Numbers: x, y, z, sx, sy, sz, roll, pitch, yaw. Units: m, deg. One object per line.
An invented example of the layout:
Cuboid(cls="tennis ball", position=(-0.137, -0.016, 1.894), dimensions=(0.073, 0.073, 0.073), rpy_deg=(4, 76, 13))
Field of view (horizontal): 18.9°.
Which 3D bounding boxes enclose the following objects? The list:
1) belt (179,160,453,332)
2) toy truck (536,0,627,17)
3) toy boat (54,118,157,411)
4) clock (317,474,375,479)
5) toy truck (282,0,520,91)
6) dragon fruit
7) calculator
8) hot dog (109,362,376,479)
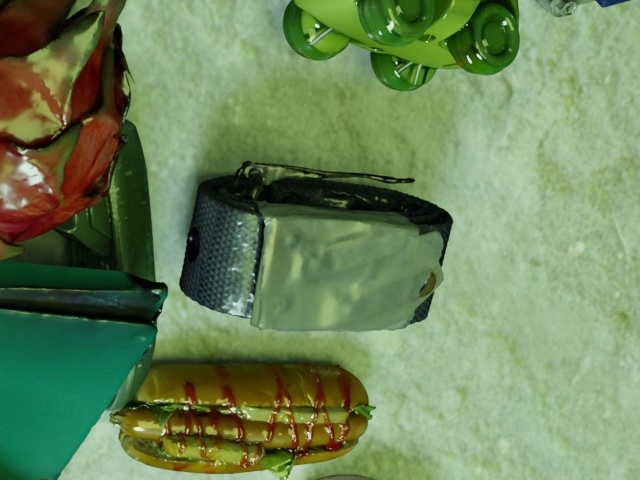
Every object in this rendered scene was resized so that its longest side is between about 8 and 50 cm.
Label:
Cuboid(cls="belt", position=(0.000, 0.000, 1.633), dimensions=(0.230, 0.139, 0.126), rpy_deg=(4, 109, -26))
Cuboid(cls="toy truck", position=(0.296, -0.273, 1.681), dimensions=(0.213, 0.161, 0.177), rpy_deg=(-16, 136, -21))
Cuboid(cls="toy boat", position=(-0.181, 0.025, 1.587), dimensions=(0.085, 0.078, 0.260), rpy_deg=(-21, 121, -38))
Cuboid(cls="clock", position=(0.019, 0.323, 1.818), dimensions=(0.197, 0.068, 0.197), rpy_deg=(-10, 114, -23))
Cuboid(cls="toy truck", position=(0.084, -0.226, 1.594), dimensions=(0.187, 0.148, 0.210), rpy_deg=(35, 66, -30))
Cuboid(cls="dragon fruit", position=(-0.235, -0.101, 1.444), dimensions=(0.274, 0.192, 0.193), rpy_deg=(-42, 124, -10))
Cuboid(cls="calculator", position=(-0.277, 0.106, 1.525), dimensions=(0.248, 0.058, 0.274), rpy_deg=(7, 138, -26))
Cuboid(cls="hot dog", position=(-0.069, 0.160, 1.703), dimensions=(0.250, 0.076, 0.104), rpy_deg=(4, 109, -30))
